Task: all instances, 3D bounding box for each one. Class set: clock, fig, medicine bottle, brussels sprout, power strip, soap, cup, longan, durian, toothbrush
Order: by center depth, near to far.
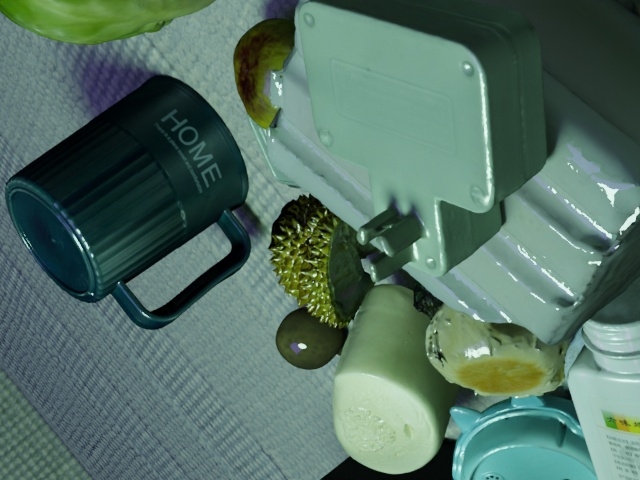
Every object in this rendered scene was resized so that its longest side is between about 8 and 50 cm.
[{"bbox_3d":[0.081,-0.088,1.269,0.229,0.141,0.261,24,136,40],"label":"power strip"},{"bbox_3d":[0.173,-0.123,1.438,0.435,0.213,0.350,41,146,20],"label":"soap"},{"bbox_3d":[0.385,0.192,1.579,0.179,0.124,0.324,1,127,38],"label":"medicine bottle"},{"bbox_3d":[-0.274,-0.383,1.676,0.281,0.354,0.289,-14,71,52],"label":"brussels sprout"},{"bbox_3d":[-0.046,-0.205,1.754,0.136,0.121,0.153,6,125,58],"label":"fig"},{"bbox_3d":[0.278,0.300,1.766,0.223,0.094,0.274,-26,117,29],"label":"clock"},{"bbox_3d":[0.289,0.244,1.804,0.035,0.042,0.413,34,133,20],"label":"toothbrush"},{"bbox_3d":[0.000,0.000,1.842,0.138,0.193,0.237,23,142,15],"label":"durian"},{"bbox_3d":[-0.285,-0.048,2.101,0.242,0.292,0.308,9,128,51],"label":"cup"},{"bbox_3d":[-0.008,0.153,2.143,0.119,0.106,0.106,17,159,-20],"label":"longan"}]

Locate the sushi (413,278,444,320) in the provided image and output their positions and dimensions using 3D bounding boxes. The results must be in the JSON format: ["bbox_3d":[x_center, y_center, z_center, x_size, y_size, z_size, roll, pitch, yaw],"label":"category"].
[{"bbox_3d":[0.197,0.049,1.688,0.127,0.124,0.225,51,152,1],"label":"sushi"}]

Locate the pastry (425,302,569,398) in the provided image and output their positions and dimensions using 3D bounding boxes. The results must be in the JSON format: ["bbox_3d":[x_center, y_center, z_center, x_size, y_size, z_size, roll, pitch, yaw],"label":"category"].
[{"bbox_3d":[0.201,0.117,1.559,0.166,0.088,0.166,5,153,3],"label":"pastry"}]

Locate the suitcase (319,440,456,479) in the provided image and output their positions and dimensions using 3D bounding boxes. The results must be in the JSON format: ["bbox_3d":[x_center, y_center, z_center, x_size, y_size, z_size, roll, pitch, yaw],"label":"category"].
[{"bbox_3d":[0.100,0.434,2.039,0.339,0.345,0.188,1,118,55],"label":"suitcase"}]

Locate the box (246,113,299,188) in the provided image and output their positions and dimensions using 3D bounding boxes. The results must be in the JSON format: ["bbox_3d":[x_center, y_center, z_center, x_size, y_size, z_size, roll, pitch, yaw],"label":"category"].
[{"bbox_3d":[-0.035,-0.138,1.870,0.084,0.069,0.122,11,132,52],"label":"box"}]

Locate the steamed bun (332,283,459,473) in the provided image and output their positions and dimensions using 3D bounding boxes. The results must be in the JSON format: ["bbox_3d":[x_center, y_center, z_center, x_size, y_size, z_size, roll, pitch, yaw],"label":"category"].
[{"bbox_3d":[0.114,0.192,1.905,0.155,0.200,0.250,14,142,15],"label":"steamed bun"}]
